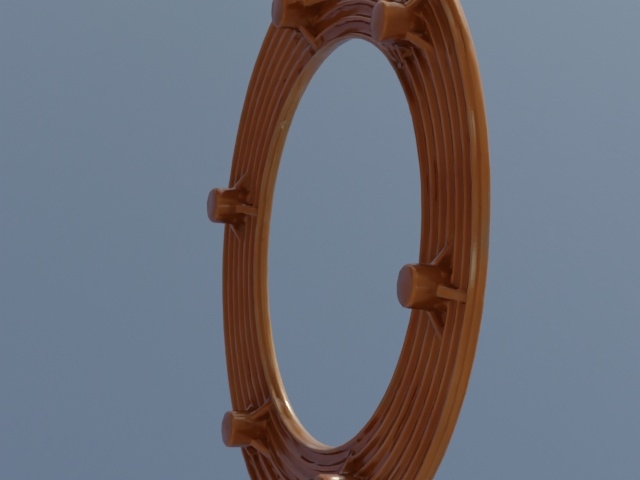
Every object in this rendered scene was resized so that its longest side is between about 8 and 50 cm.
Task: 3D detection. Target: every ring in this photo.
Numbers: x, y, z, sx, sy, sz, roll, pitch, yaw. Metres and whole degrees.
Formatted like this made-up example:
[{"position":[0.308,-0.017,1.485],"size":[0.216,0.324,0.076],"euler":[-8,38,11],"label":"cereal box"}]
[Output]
[{"position":[0.000,0.000,1.015],"size":[0.032,0.336,0.337],"euler":[3,-82,-23],"label":"ring"}]
